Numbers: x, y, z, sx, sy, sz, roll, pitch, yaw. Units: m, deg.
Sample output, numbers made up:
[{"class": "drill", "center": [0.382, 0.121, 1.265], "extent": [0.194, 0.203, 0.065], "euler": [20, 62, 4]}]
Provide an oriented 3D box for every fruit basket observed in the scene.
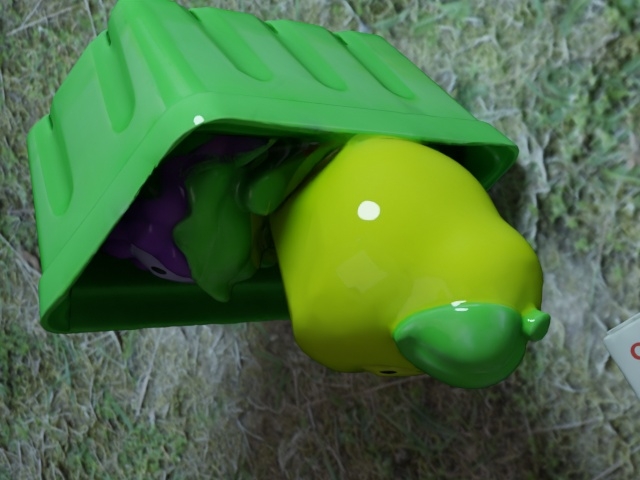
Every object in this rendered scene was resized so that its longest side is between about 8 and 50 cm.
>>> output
[{"class": "fruit basket", "center": [0.000, 0.000, 1.014], "extent": [0.392, 0.392, 0.283], "euler": [52, 124, 14]}]

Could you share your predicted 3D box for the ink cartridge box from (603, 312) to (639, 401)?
[{"class": "ink cartridge box", "center": [0.338, 0.118, 0.974], "extent": [0.160, 0.092, 0.219], "euler": [-36, 80, 35]}]
